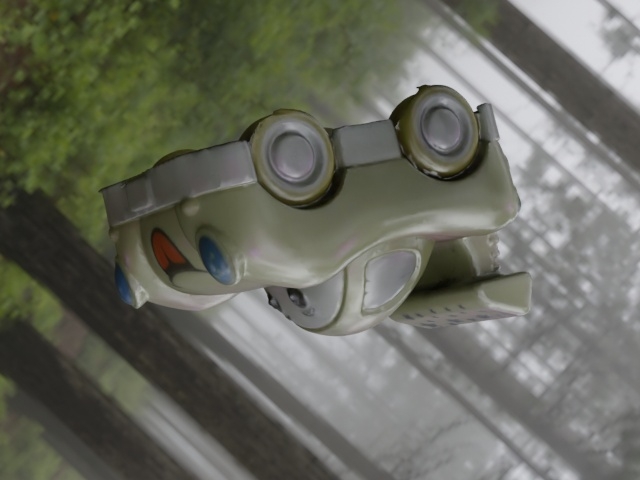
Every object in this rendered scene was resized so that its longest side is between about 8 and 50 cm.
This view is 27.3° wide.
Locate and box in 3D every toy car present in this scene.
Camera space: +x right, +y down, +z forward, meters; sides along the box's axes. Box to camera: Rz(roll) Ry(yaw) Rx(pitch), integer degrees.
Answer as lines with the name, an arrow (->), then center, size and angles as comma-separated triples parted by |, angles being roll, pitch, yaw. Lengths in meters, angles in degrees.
toy car -> 0.000, 0.000, 1.193 | 0.336, 0.226, 0.242 | -14, 180, -33
